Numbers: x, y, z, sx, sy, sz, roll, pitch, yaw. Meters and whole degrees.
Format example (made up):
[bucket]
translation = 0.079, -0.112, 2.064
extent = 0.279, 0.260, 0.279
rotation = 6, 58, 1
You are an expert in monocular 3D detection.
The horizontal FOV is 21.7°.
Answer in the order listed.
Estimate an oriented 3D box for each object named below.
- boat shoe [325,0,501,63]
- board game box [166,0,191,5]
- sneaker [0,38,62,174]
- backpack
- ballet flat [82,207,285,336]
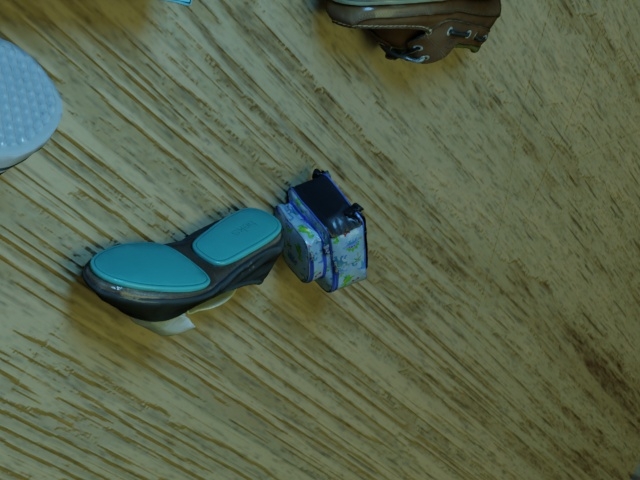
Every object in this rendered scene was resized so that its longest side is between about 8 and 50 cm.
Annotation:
[boat shoe]
translation = 0.112, -0.243, 1.850
extent = 0.307, 0.110, 0.104
rotation = -14, 120, -50
[board game box]
translation = -0.163, -0.377, 1.391
extent = 0.254, 0.079, 0.336
rotation = -4, 113, -61
[sneaker]
translation = -0.337, -0.071, 1.328
extent = 0.127, 0.126, 0.321
rotation = -36, 180, 31
[backpack]
translation = 0.000, 0.000, 1.855
extent = 0.084, 0.105, 0.114
rotation = -25, 133, -16
[ballet flat]
translation = -0.136, 0.044, 1.702
extent = 0.280, 0.095, 0.096
rotation = -17, 135, -49
